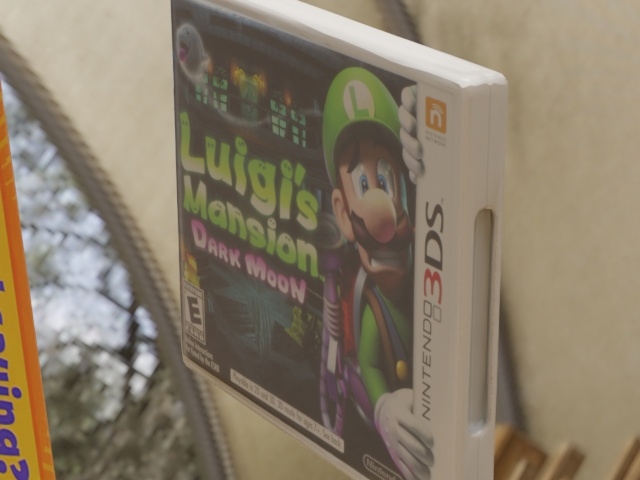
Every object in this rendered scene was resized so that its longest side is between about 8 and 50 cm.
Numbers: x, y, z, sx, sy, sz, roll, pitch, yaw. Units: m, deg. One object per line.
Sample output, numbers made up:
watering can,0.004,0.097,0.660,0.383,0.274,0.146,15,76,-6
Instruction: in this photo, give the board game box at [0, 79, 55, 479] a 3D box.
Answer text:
board game box,-0.387,0.049,0.879,0.356,0.357,0.356,-12,-6,34

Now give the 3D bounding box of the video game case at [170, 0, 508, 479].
video game case,0.000,0.000,0.688,0.190,0.022,0.173,28,-55,50
